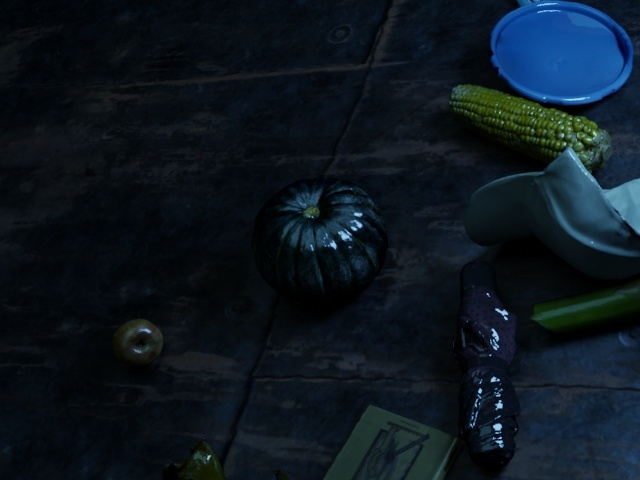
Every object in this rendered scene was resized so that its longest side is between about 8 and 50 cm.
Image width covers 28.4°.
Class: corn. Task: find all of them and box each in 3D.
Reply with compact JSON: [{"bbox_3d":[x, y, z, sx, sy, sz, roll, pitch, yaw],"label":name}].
[{"bbox_3d":[0.333,-0.180,2.024,0.320,0.097,0.097,27,69,42],"label":"corn"}]

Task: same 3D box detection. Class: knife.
[{"bbox_3d":[0.390,-0.413,2.233,0.064,0.031,0.222,-23,46,2],"label":"knife"}]

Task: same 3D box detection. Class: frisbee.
[{"bbox_3d":[0.397,-0.306,2.105,0.242,0.045,0.242,0,54,1],"label":"frisbee"}]

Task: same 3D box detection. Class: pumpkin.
[{"bbox_3d":[0.000,0.000,1.998,0.220,0.162,0.221,-7,51,8],"label":"pumpkin"}]

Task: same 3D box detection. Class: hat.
[{"bbox_3d":[0.353,-0.014,1.817,0.301,0.257,0.168,-17,71,41],"label":"hat"}]

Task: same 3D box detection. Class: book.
[{"bbox_3d":[0.075,0.347,1.757,0.161,0.026,0.231,16,62,36],"label":"book"}]

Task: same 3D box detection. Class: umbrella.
[{"bbox_3d":[0.233,0.168,1.785,0.090,0.094,0.326,127,154,-47],"label":"umbrella"}]

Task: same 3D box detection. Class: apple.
[{"bbox_3d":[-0.300,0.167,2.071,0.084,0.084,0.071,-40,14,-8],"label":"apple"}]

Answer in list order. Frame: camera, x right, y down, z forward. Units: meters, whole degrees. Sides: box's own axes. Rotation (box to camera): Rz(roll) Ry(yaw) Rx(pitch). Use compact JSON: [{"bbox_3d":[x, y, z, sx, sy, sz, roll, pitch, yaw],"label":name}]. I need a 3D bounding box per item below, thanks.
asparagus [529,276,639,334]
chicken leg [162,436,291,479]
[{"bbox_3d":[0.433,0.084,1.767,0.277,0.067,0.060,-16,70,19],"label":"asparagus"},{"bbox_3d":[-0.107,0.384,1.718,0.211,0.140,0.361,-49,46,18],"label":"chicken leg"}]
